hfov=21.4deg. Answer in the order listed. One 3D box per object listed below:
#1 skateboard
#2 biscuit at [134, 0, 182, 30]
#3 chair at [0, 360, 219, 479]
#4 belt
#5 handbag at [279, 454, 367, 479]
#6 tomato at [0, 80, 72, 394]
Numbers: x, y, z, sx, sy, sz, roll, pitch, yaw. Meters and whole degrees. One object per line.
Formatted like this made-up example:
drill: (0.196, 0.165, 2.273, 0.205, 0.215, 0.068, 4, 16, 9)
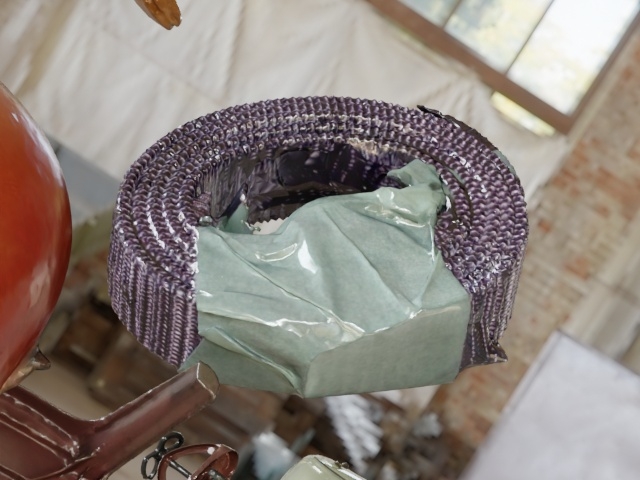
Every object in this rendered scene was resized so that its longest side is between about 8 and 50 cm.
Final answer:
skateboard: (-0.131, 0.221, 1.391, 0.080, 0.151, 0.067, 31, -21, 33)
biscuit: (-0.163, -0.250, 1.429, 0.186, 0.036, 0.192, 56, -7, 38)
chair: (-0.238, 0.184, 1.130, 0.175, 0.183, 0.326, 34, -44, -20)
belt: (0.000, 0.000, 1.293, 0.324, 0.122, 0.260, -5, 45, -16)
handbag: (-0.008, 0.367, 1.515, 0.241, 0.315, 0.109, 32, -6, 14)
tomato: (-0.294, 0.004, 0.818, 0.321, 0.321, 0.321, 33, 0, 0)
